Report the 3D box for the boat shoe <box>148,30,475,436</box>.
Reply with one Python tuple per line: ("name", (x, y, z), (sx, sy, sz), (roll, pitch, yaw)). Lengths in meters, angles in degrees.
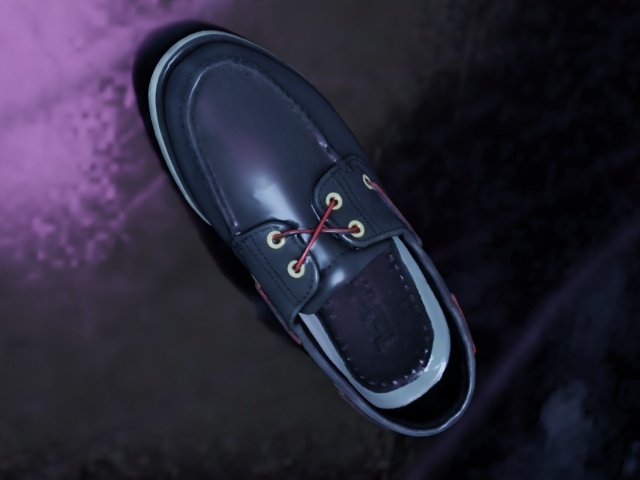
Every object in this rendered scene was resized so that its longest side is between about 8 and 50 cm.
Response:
("boat shoe", (0.001, -0.001, 0.506), (0.049, 0.042, 0.133), (-37, 117, -7))
